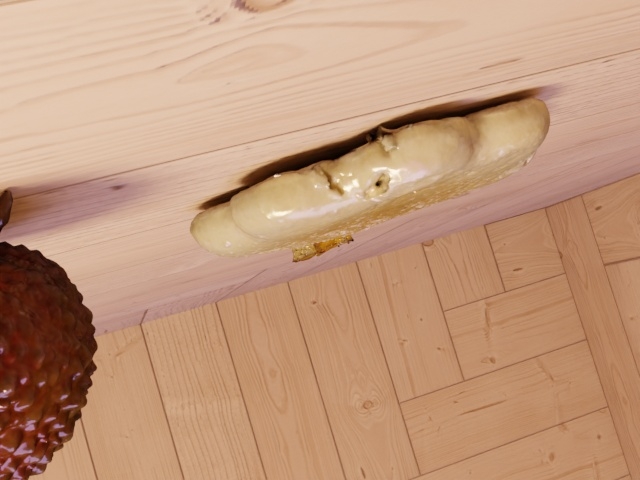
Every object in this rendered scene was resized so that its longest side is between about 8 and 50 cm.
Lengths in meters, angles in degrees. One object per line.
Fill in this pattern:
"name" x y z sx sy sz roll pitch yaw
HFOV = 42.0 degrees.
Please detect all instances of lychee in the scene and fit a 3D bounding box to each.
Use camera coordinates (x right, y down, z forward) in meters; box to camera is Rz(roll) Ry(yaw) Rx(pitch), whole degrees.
"lychee" -0.207 0.060 0.460 0.165 0.197 0.165 11 -164 -3

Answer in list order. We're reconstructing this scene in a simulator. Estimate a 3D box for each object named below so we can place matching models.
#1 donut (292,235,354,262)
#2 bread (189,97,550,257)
"donut" 0.000 0.000 1.172 0.083 0.038 0.067 -23 172 18
"bread" 0.043 -0.043 0.693 0.316 0.054 0.316 -18 177 -1
